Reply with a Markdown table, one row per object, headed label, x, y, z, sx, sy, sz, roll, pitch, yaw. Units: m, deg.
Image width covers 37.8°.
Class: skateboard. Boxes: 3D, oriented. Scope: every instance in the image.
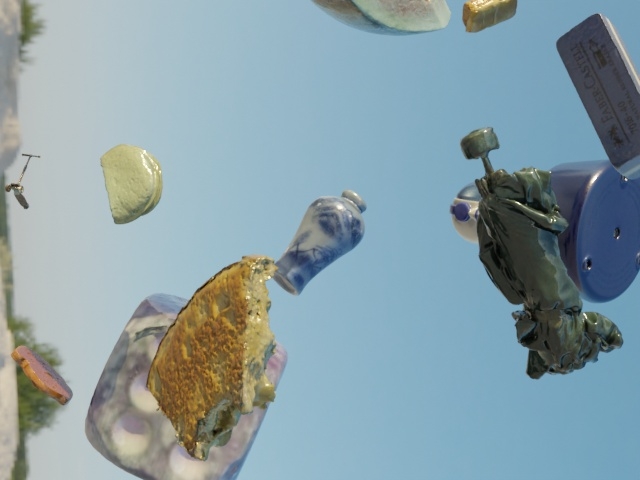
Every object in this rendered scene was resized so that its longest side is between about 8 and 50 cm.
| label | x | y | z | sx | sy | sz | roll | pitch | yaw |
| --- | --- | --- | --- | --- | --- | --- | --- | --- | --- |
| skateboard | -0.491 | -0.101 | 1.564 | 0.063 | 0.032 | 0.083 | 79 | 19 | -57 |

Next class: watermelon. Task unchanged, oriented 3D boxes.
| label | x | y | z | sx | sy | sz | roll | pitch | yaw |
| --- | --- | --- | --- | --- | --- | --- | --- | --- | --- |
| watermelon | 0.082 | -0.478 | 1.647 | 0.320 | 0.289 | 0.213 | 35 | -65 | 15 |

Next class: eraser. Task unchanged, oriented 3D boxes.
| label | x | y | z | sx | sy | sz | roll | pitch | yaw |
| --- | --- | --- | --- | --- | --- | --- | --- | --- | --- |
| eraser | 0.404 | -0.197 | 1.285 | 0.082 | 0.036 | 0.225 | -33 | -108 | 42 |

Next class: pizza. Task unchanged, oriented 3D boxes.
| label | x | y | z | sx | sy | sz | roll | pitch | yaw |
| --- | --- | --- | --- | --- | --- | --- | --- | --- | --- |
| pizza | -0.133 | 0.169 | 1.270 | 0.323 | 0.090 | 0.223 | -48 | -133 | 36 |

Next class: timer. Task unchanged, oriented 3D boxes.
| label | x | y | z | sx | sy | sz | roll | pitch | yaw |
| --- | --- | --- | --- | --- | --- | --- | --- | --- | --- |
| timer | 0.418 | -0.041 | 1.846 | 0.384 | 0.270 | 0.270 | 13 | -74 | 46 |

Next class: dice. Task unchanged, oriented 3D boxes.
| label | x | y | z | sx | sy | sz | roll | pitch | yaw |
| --- | --- | --- | --- | --- | --- | --- | --- | --- | --- |
| dice | -0.223 | 0.257 | 1.594 | 0.271 | 0.270 | 0.270 | -79 | -167 | -88 |

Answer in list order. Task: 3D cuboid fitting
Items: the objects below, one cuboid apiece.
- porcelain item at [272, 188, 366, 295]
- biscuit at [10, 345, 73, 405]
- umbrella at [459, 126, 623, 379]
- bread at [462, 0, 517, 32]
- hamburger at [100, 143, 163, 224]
| label | x | y | z | sx | sy | sz | roll | pitch | yaw |
| --- | --- | --- | --- | --- | --- | --- | --- | --- | --- |
| porcelain item | 0.000 | 0.000 | 2.041 | 0.141 | 0.259 | 0.141 | 37 | -16 | 13 |
| biscuit | -0.464 | 0.227 | 1.563 | 0.130 | 0.019 | 0.102 | 44 | 0 | 13 |
| umbrella | 0.274 | 0.013 | 1.226 | 0.143 | 0.094 | 0.348 | -22 | -85 | 28 |
| bread | 0.372 | -0.506 | 2.052 | 0.053 | 0.132 | 0.074 | 55 | -22 | 33 |
| hamburger | -0.270 | -0.085 | 1.372 | 0.054 | 0.084 | 0.121 | 38 | 39 | -65 |
